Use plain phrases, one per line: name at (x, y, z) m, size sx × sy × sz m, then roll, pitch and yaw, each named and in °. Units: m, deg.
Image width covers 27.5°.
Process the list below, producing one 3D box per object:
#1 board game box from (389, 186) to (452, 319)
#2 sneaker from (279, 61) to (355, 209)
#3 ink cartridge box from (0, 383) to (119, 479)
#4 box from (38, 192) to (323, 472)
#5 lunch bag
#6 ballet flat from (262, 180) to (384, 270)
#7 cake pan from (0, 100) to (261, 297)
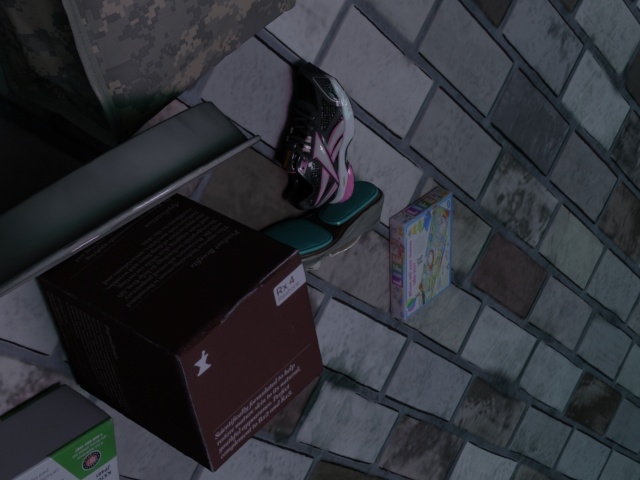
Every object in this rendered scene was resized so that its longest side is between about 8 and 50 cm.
board game box at (0.135, 0.017, 1.751) m, size 0.103 × 0.026 × 0.154 m, roll -33°, pitch 134°, yaw -38°
sneaker at (-0.009, -0.106, 1.454) m, size 0.077 × 0.072 × 0.178 m, roll -27°, pitch 126°, yaw -28°
ink cartridge box at (-0.280, 0.274, 1.308) m, size 0.153 × 0.087 × 0.208 m, roll -32°, pitch 134°, yaw -38°
box at (-0.134, 0.081, 1.281) m, size 0.168 × 0.203 × 0.167 m, roll -40°, pitch 139°, yaw -31°
lunch bag at (-0.168, -0.263, 1.059) m, size 0.235 × 0.169 × 0.287 m, roll -44°, pitch 145°, yaw -26°
ballet flat at (0.000, 0.000, 1.526) m, size 0.213 × 0.072 × 0.068 m, roll -33°, pitch 138°, yaw -39°
cake pan at (-0.188, -0.033, 1.119) m, size 0.293 × 0.293 × 0.054 m, roll -34°, pitch 95°, yaw -37°
